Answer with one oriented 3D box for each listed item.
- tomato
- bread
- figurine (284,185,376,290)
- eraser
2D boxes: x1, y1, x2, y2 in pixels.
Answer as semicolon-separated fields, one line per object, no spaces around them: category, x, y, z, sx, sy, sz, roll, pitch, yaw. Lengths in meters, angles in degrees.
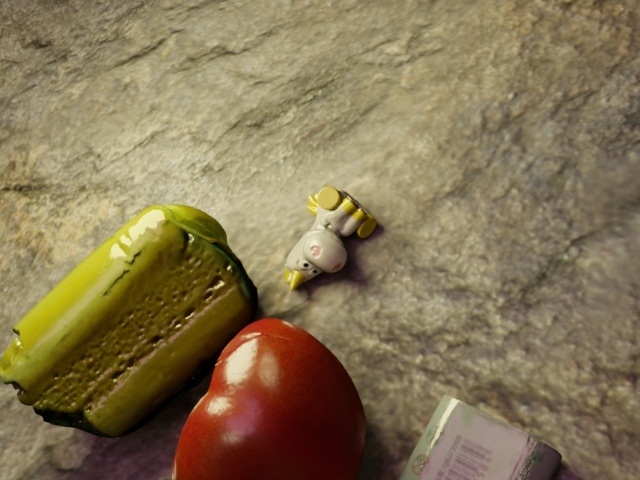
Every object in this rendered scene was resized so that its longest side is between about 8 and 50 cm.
tomato;-0.057;0.260;1.220;0.226;0.298;0.298;25;76;1
bread;-0.275;0.120;1.412;0.376;0.251;0.208;-43;13;5
figurine;0.003;0.002;1.431;0.130;0.109;0.178;0;62;56
eraser;0.177;0.332;1.165;0.174;0.081;0.227;24;77;30
